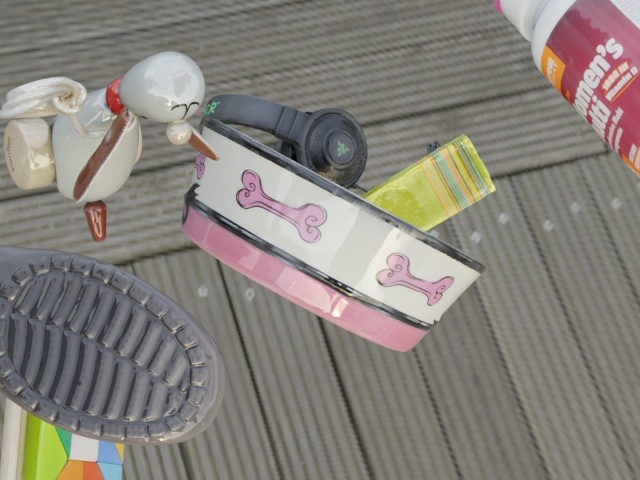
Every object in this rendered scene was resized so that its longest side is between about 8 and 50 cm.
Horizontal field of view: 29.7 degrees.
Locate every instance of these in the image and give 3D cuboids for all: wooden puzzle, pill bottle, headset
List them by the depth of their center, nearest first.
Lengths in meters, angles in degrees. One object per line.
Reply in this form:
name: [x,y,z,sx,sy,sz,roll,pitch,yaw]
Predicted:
pill bottle: [0.247,-0.148,0.967,0.121,0.121,0.221,-25,59,-18]
wooden puzzle: [-0.250,0.195,1.226,0.044,0.238,0.221,-2,77,17]
headset: [0.005,-0.150,1.940,0.394,0.243,0.185,24,75,-8]

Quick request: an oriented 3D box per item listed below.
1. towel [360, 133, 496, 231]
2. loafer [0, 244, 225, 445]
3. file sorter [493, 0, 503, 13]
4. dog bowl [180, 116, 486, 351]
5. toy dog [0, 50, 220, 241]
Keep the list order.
towel: [0.146,-0.060,1.854,0.237,0.021,0.102,-32,98,1]
loafer: [-0.240,0.067,1.015,0.366,0.130,0.134,20,85,14]
file sorter: [0.235,-0.476,1.576,0.182,0.291,0.202,33,80,8]
dog bowl: [0.000,0.000,1.557,0.408,0.408,0.150,29,93,5]
toy dog: [-0.227,-0.089,1.330,0.220,0.333,0.161,-17,92,-14]
